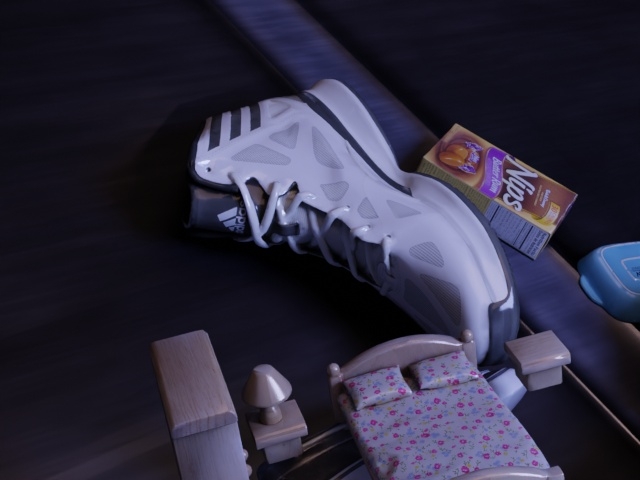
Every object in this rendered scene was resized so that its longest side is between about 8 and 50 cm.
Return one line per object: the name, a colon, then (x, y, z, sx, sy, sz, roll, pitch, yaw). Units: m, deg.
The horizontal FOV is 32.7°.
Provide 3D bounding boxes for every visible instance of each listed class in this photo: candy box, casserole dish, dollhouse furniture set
candy box: (0.222, -0.065, 1.391, 0.186, 0.053, 0.109, 33, 42, 10)
casserole dish: (0.410, 0.044, 1.367, 0.188, 0.037, 0.114, -6, 48, -27)
dollhouse furniture set: (0.070, 0.139, 0.814, 0.355, 0.174, 0.303, -14, 28, -10)

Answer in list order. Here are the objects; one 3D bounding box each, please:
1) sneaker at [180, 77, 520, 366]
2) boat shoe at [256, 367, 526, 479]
sneaker: (0.000, 0.001, 1.175, 0.257, 0.169, 0.447, -17, 46, -25)
boat shoe: (0.073, 0.179, 1.036, 0.301, 0.108, 0.102, -25, 61, -32)
